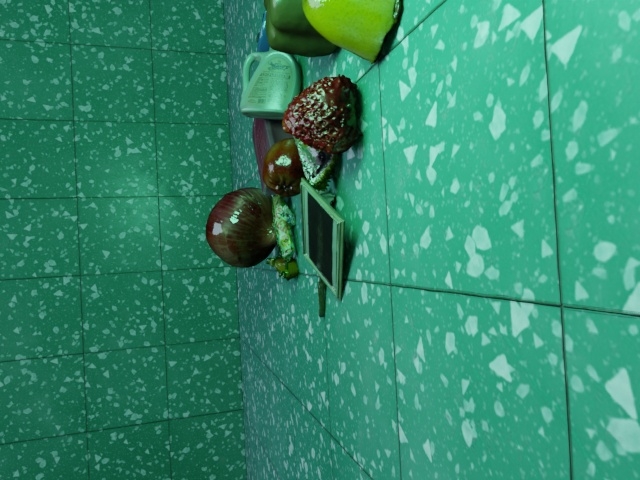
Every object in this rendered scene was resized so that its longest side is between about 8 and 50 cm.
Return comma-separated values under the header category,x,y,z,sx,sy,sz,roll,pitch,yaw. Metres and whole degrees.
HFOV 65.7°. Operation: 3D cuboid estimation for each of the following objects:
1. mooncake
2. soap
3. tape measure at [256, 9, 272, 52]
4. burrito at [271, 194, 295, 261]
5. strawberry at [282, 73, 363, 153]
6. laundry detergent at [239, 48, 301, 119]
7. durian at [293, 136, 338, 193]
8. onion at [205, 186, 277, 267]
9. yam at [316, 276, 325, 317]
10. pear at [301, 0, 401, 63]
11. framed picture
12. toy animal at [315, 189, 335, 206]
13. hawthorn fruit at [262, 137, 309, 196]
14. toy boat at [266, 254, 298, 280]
category,x,y,z,sx,sy,sz,roll,pitch,yaw
mooncake,-0.054,-0.684,1.309,0.378,0.200,0.379,179,90,-76
soap,-0.166,-0.365,1.850,0.233,0.128,0.360,107,156,-47
tape measure,-0.185,-0.743,1.853,0.351,0.097,0.215,118,162,-65
burrito,-0.133,-0.067,1.878,0.104,0.054,0.288,-32,61,38
strawberry,0.002,-0.305,1.224,0.187,0.201,0.184,79,-168,-45
laundry detergent,-0.169,-0.564,1.698,0.105,0.214,0.281,10,-95,-74
durian,0.013,-0.236,1.396,0.108,0.119,0.187,-26,77,30
onion,-0.307,-0.052,2.046,0.353,0.353,0.354,177,90,-73
yam,0.005,0.134,1.537,0.029,0.027,0.234,-43,-41,-65
pear,0.047,-0.522,1.076,0.267,0.178,0.267,176,90,-77
framed picture,0.000,0.000,1.392,0.231,0.018,0.293,49,151,42
toy animal,-0.002,-0.115,1.459,0.124,0.085,0.071,-119,13,-65
hawthorn fruit,-0.097,-0.247,1.585,0.179,0.179,0.200,123,153,-62
toy boat,-0.147,0.104,1.916,0.229,0.088,0.089,-148,56,-68
